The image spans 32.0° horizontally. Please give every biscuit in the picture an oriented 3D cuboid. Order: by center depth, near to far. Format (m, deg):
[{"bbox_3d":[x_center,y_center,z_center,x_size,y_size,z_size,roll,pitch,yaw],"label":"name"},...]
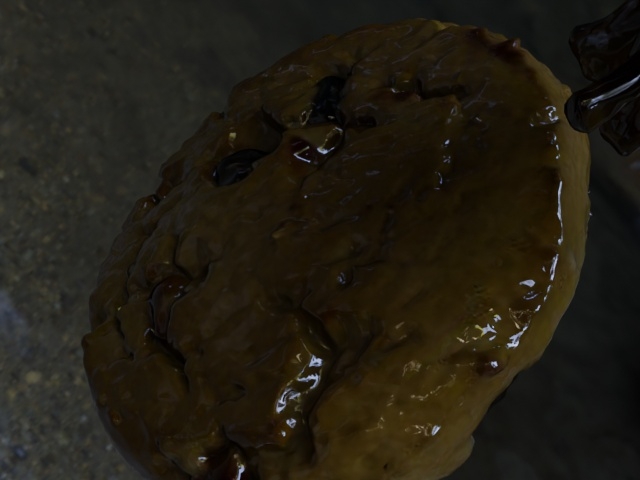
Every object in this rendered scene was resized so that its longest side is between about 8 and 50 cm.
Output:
[{"bbox_3d":[-0.001,-0.001,0.563,0.075,0.296,0.296,51,27,-40],"label":"biscuit"}]

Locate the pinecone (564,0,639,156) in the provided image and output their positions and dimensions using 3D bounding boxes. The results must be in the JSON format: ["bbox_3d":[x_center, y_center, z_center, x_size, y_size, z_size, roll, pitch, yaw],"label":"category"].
[{"bbox_3d":[0.167,-0.104,0.363,0.229,0.201,0.202,20,0,15],"label":"pinecone"}]
